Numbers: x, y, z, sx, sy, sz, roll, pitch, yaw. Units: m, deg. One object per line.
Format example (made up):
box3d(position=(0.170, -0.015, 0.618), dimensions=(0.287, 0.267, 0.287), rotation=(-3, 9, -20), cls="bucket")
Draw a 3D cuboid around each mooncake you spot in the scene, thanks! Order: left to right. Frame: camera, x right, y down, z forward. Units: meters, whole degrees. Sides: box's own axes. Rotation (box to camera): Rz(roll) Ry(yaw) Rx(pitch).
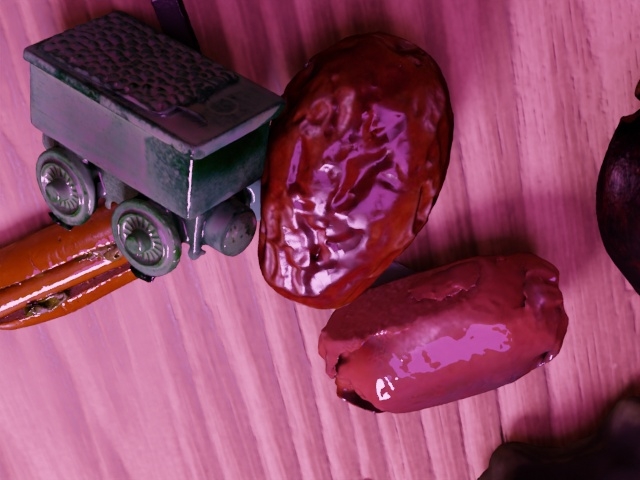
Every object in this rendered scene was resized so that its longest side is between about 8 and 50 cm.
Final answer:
box3d(position=(0.360, 0.357, 1.773), dimensions=(0.351, 0.187, 0.351), rotation=(-2, 118, -3), cls="mooncake")

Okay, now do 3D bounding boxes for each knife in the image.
box3d(position=(-0.001, 0.001, 1.631), dimensions=(0.260, 0.035, 0.063), rotation=(33, 113, -24), cls="knife")

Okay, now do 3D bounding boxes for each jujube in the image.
box3d(position=(0.031, -0.070, 1.498), dimensions=(0.197, 0.197, 0.290), rotation=(14, 118, -11), cls="jujube")

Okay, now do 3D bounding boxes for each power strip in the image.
box3d(position=(-0.142, -0.208, 1.492), dimensions=(0.029, 0.038, 0.111), rotation=(-15, 122, 5), cls="power strip")

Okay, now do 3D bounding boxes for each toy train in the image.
box3d(position=(-0.172, -0.088, 1.453), dimensions=(0.266, 0.145, 0.202), rotation=(30, 132, 26), cls="toy train")

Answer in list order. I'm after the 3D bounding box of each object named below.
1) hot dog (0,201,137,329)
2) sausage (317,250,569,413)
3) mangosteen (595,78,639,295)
box3d(position=(-0.278, 0.033, 1.614), dimensions=(0.249, 0.068, 0.100), rotation=(-23, 118, 11), cls="hot dog")
box3d(position=(0.137, 0.101, 1.627), dimensions=(0.279, 0.152, 0.152), rotation=(-19, 120, 8), cls="sausage")
box3d(position=(0.432, -0.072, 1.472), dimensions=(0.306, 0.307, 0.347), rotation=(4, 90, -5), cls="mangosteen")
